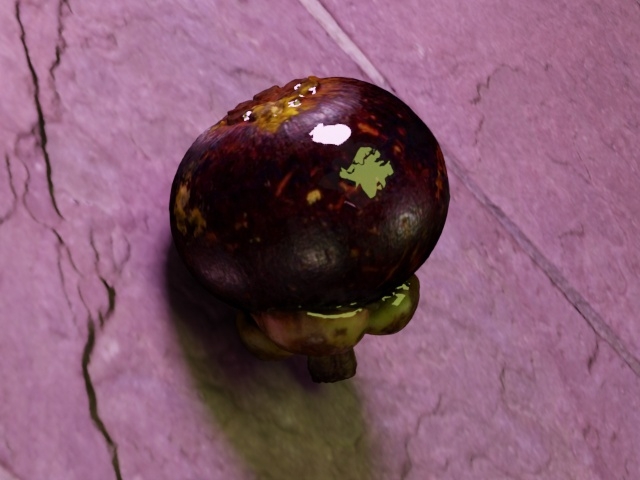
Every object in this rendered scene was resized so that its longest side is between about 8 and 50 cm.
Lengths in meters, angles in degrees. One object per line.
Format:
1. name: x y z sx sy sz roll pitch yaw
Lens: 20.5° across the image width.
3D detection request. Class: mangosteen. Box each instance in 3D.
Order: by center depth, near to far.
1. mangosteen: 0.000 0.000 1.197 0.192 0.192 0.217 -49 128 -58
